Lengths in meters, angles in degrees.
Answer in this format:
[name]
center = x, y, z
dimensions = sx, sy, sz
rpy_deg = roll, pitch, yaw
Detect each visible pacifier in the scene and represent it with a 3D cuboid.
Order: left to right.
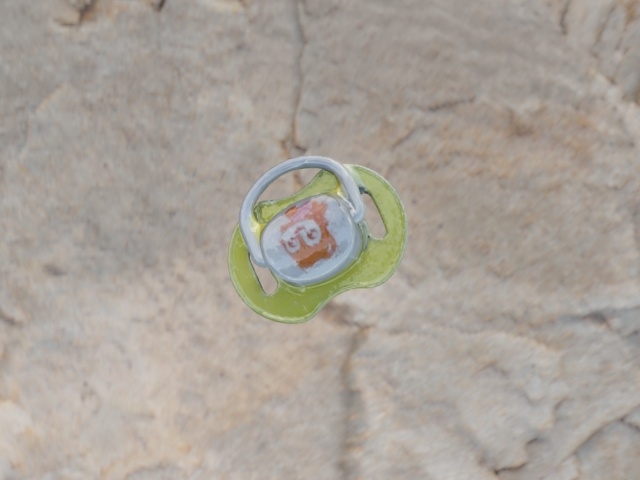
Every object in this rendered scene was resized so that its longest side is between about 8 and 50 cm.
[pacifier]
center = 0.000, 0.000, 0.664
dimensions = 0.083, 0.064, 0.068
rpy_deg = -28, 72, 9
